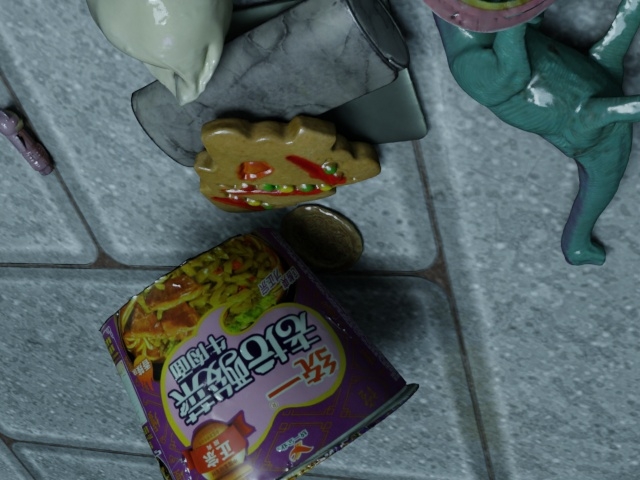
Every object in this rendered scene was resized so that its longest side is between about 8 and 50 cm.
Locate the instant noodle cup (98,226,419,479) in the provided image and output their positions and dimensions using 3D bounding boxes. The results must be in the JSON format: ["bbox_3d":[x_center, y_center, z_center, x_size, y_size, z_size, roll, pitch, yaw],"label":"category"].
[{"bbox_3d":[-0.092,0.156,1.058,0.340,0.340,0.266,-38,82,43],"label":"instant noodle cup"}]

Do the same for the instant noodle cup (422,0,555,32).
[{"bbox_3d":[0.043,-0.284,0.601,0.255,0.244,0.244,29,149,44],"label":"instant noodle cup"}]

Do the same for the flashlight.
[{"bbox_3d":[-0.378,-0.129,1.126,0.052,0.031,0.110,14,147,45],"label":"flashlight"}]

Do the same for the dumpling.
[{"bbox_3d":[-0.156,-0.248,0.836,0.132,0.162,0.250,-21,127,-17],"label":"dumpling"}]

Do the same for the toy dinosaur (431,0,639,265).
[{"bbox_3d":[0.181,-0.124,0.863,0.383,0.129,0.331,26,146,-2],"label":"toy dinosaur"}]

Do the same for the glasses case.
[{"bbox_3d":[-0.061,-0.166,0.909,0.299,0.060,0.114,-19,128,36],"label":"glasses case"}]

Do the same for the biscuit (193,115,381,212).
[{"bbox_3d":[-0.056,-0.073,0.986,0.212,0.041,0.239,6,158,-28],"label":"biscuit"}]

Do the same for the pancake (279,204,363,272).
[{"bbox_3d":[0.000,-0.001,1.111,0.115,0.011,0.115,13,135,13],"label":"pancake"}]

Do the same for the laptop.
[{"bbox_3d":[-0.032,-0.171,0.950,0.269,0.015,0.187,-4,132,25],"label":"laptop"}]
